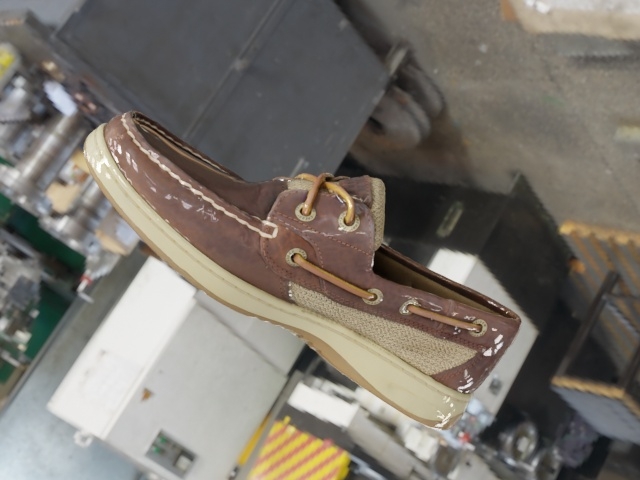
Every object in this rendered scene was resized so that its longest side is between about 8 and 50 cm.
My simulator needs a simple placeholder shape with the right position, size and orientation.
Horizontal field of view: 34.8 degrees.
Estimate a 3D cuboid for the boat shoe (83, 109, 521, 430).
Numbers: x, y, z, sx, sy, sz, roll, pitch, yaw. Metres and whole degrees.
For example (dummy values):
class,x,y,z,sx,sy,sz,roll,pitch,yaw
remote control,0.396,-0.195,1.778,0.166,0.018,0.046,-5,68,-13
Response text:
class,x,y,z,sx,sy,sz,roll,pitch,yaw
boat shoe,0.000,0.000,0.720,0.342,0.123,0.123,36,-166,-15
